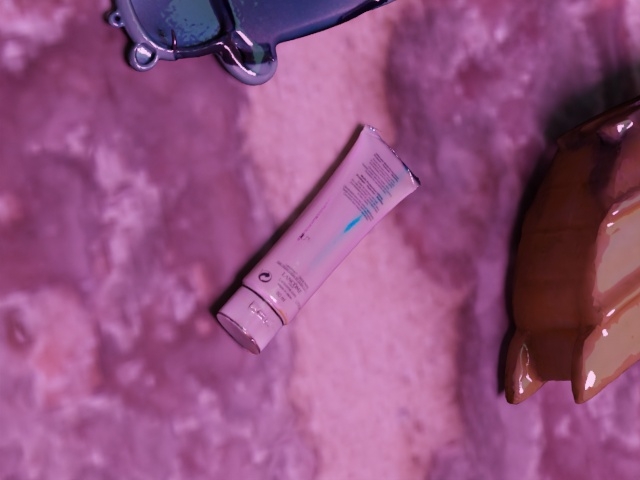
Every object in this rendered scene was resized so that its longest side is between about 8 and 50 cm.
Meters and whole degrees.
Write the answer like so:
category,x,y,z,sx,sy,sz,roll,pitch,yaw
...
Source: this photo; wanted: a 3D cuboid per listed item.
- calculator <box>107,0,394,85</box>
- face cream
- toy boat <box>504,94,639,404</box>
category,x,y,z,sx,sy,sz,roll,pitch,yaw
calculator,-0.029,-0.116,0.676,0.141,0.019,0.094,-24,98,-24
face cream,0.000,0.000,0.684,0.038,0.020,0.115,47,69,-16
toy boat,0.274,-0.042,0.771,0.445,0.136,0.162,-26,95,-20
